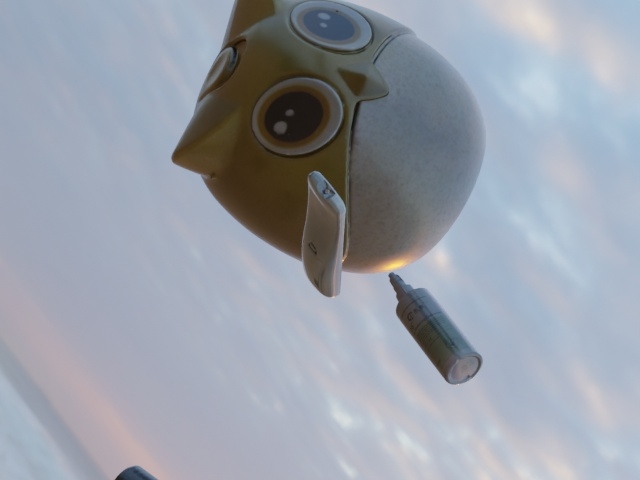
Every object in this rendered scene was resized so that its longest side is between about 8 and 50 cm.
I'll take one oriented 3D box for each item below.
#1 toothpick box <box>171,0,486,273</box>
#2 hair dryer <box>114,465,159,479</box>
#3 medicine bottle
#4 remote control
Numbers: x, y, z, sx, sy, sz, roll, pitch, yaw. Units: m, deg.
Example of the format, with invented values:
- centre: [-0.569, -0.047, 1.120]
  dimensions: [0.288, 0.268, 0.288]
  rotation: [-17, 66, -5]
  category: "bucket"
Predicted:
- centre: [0.011, -0.174, 2.060]
  dimensions: [0.425, 0.409, 0.409]
  rotation: [27, -5, -20]
  category: "toothpick box"
- centre: [-0.246, 0.451, 1.814]
  dimensions: [0.128, 0.255, 0.070]
  rotation: [25, 18, 31]
  category: "hair dryer"
- centre: [0.138, 0.104, 1.714]
  dimensions: [0.199, 0.057, 0.058]
  rotation: [55, -8, 43]
  category: "medicine bottle"
- centre: [0.000, 0.000, 1.231]
  dimensions: [0.050, 0.027, 0.184]
  rotation: [51, -18, 22]
  category: "remote control"
